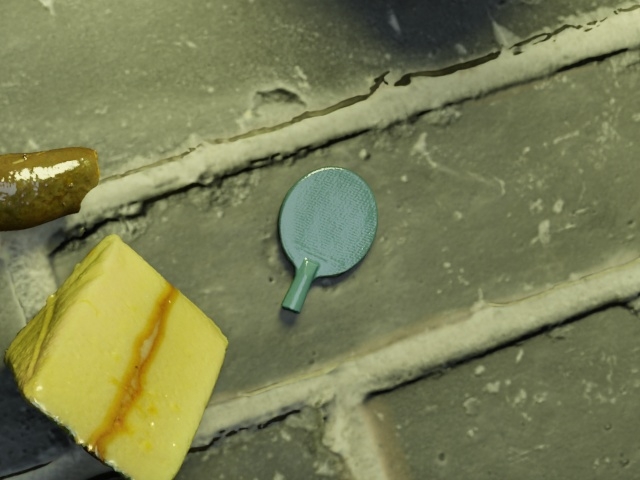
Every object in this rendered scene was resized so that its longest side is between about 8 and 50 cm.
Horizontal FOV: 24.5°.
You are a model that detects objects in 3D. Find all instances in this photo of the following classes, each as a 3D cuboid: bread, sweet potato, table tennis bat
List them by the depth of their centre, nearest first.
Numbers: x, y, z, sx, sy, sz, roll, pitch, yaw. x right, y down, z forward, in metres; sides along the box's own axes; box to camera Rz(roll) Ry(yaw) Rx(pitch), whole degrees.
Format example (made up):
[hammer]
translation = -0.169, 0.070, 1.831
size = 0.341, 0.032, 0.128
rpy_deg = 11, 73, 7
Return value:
[bread]
translation = -0.164, 0.111, 1.313
size = 0.168, 0.264, 0.163
rpy_deg = 42, 82, -14
[sweet potato]
translation = -0.322, -0.036, 1.375
size = 0.244, 0.077, 0.077
rpy_deg = -14, 92, -14
[table tennis bat]
translation = 0.000, 0.000, 1.474
size = 0.100, 0.019, 0.155
rpy_deg = 24, 82, -11
